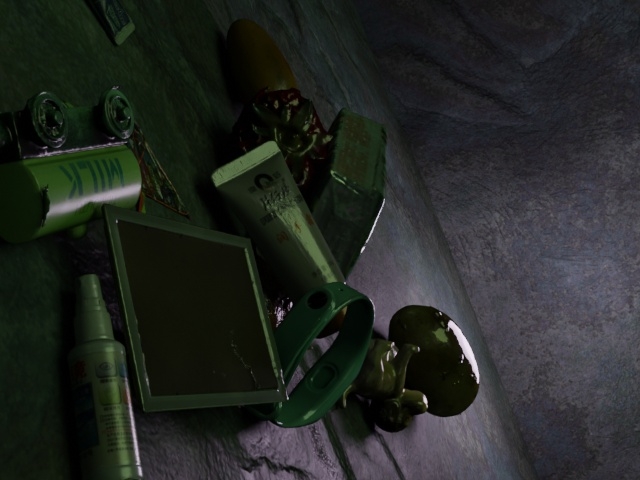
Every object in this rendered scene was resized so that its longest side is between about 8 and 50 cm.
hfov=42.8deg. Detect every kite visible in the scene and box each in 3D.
[{"bbox_3d":[-0.239,-0.093,1.102,0.241,0.014,0.184,42,31,-57],"label":"kite"}]

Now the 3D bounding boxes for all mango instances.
[{"bbox_3d":[-0.116,-0.325,1.586,0.138,0.113,0.253,24,39,-60],"label":"mango"}]

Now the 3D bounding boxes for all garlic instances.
[{"bbox_3d":[0.125,0.241,1.676,0.113,0.074,0.094,30,49,-38],"label":"garlic"}]

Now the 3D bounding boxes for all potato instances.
[{"bbox_3d":[0.258,0.267,1.874,0.210,0.173,0.307,-88,154,-48],"label":"potato"}]

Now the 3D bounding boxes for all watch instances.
[{"bbox_3d":[-0.010,0.172,1.170,0.068,0.237,0.195,30,-25,32],"label":"watch"}]

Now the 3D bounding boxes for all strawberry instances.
[{"bbox_3d":[-0.081,-0.160,1.419,0.187,0.184,0.201,62,-11,-2],"label":"strawberry"}]

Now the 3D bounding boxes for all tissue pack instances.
[{"bbox_3d":[0.033,-0.081,1.528,0.127,0.228,0.311,22,30,-8],"label":"tissue pack"}]

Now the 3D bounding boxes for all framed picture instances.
[{"bbox_3d":[-0.141,0.086,0.965,0.293,0.018,0.231,16,56,-61],"label":"framed picture"}]

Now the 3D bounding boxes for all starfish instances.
[{"bbox_3d":[-0.077,0.068,1.337,0.138,0.050,0.248,41,25,-54],"label":"starfish"}]

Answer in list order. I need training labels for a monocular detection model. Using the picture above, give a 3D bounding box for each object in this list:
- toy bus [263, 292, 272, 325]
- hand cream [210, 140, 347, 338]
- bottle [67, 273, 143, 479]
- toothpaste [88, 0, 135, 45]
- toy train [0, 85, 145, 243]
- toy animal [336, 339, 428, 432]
[{"bbox_3d":[-0.114,0.126,1.112,0.074,0.069,0.162,68,19,-1],"label":"toy bus"},{"bbox_3d":[-0.045,-0.001,1.293,0.139,0.089,0.314,-37,98,-34],"label":"hand cream"},{"bbox_3d":[-0.217,0.137,0.809,0.060,0.060,0.217,35,38,-60],"label":"bottle"},{"bbox_3d":[-0.326,-0.368,1.144,0.197,0.034,0.057,59,35,-31],"label":"toothpaste"},{"bbox_3d":[-0.272,-0.078,0.868,0.253,0.105,0.158,-35,117,-72],"label":"toy train"},{"bbox_3d":[0.119,0.265,1.546,0.233,0.121,0.169,36,68,-47],"label":"toy animal"}]
